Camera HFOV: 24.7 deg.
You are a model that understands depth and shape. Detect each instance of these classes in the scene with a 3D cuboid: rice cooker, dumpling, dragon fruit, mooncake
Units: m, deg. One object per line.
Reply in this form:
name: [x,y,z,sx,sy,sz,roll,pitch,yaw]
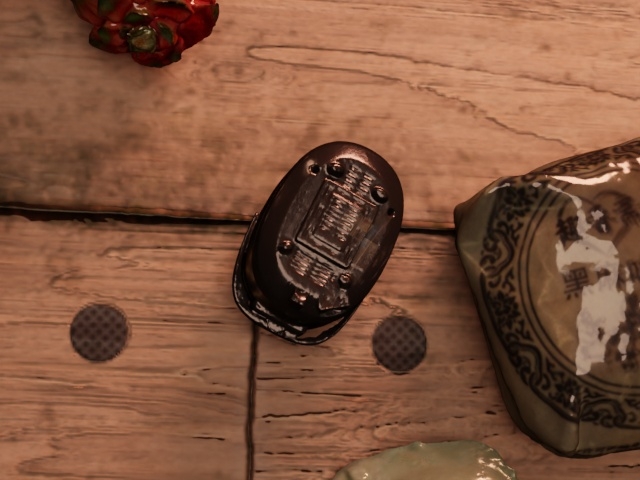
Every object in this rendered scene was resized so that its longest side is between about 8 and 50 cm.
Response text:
rice cooker: [0.000,0.000,1.176,0.112,0.106,0.165,28,68,-7]
dumpling: [0.073,0.253,1.166,0.217,0.149,0.105,-52,131,-5]
dragon fruit: [-0.149,-0.206,1.170,0.130,0.121,0.142,-24,105,3]
mooncake: [0.250,0.047,1.190,0.254,0.136,0.250,-13,81,-10]
